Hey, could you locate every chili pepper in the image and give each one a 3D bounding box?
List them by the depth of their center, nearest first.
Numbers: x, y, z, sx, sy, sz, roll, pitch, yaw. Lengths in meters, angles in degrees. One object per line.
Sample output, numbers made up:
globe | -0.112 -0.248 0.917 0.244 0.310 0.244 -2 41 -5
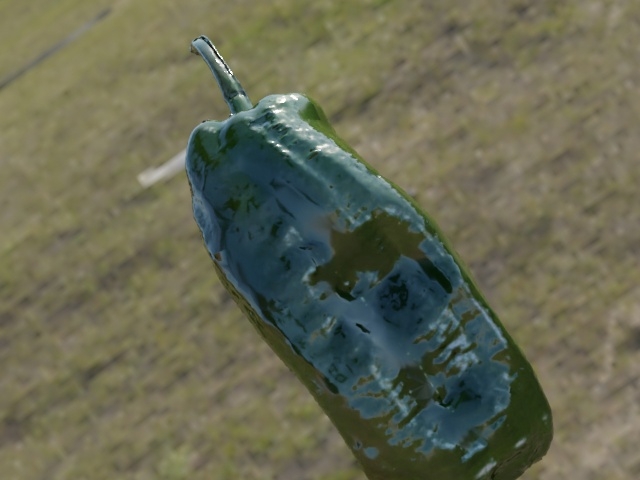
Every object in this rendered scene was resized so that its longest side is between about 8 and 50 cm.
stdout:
chili pepper | -0.002 0.002 0.647 0.072 0.204 0.073 -30 -16 -29
